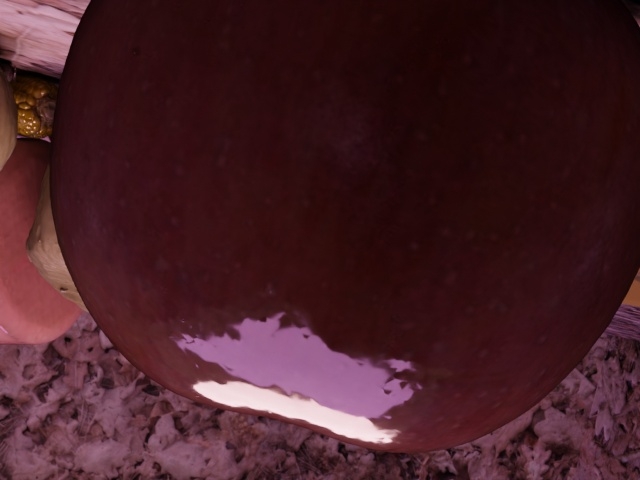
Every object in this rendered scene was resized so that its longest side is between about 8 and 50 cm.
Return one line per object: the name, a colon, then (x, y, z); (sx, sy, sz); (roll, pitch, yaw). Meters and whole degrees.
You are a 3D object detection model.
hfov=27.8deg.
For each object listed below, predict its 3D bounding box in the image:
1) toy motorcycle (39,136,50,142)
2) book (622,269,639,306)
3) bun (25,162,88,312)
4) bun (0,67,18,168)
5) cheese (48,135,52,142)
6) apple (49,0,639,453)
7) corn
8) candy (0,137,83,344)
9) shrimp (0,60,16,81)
toy motorcycle: (-0.327, -0.108, 1.882); (0.112, 0.112, 0.254); (13, 175, 28)
book: (0.318, 0.013, 1.124); (0.389, 0.032, 0.269); (12, 159, 35)
bun: (-0.151, -0.008, 1.431); (0.326, 0.234, 0.362); (-2, 154, 40)
bun: (-0.461, -0.127, 1.252); (0.361, 0.213, 0.361); (17, 175, 1)
cheese: (-0.246, -0.118, 1.634); (0.189, 0.074, 0.286); (16, 177, 18)
apple: (0.008, -0.027, 0.607); (0.306, 0.235, 0.306); (13, 176, 1)
corn: (-0.368, -0.161, 1.503); (0.203, 0.072, 0.072); (13, 176, 45)
candy: (-0.355, -0.006, 1.507); (0.094, 0.255, 0.255); (-1, 170, 25)
shrimp: (-0.360, -0.186, 1.435); (0.038, 0.029, 0.092); (7, -171, -45)
